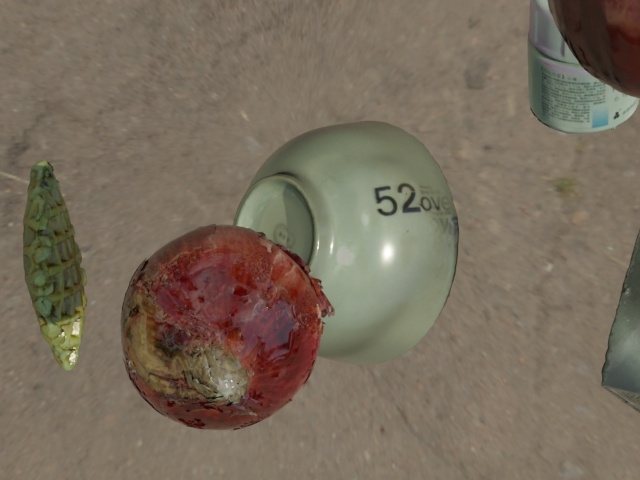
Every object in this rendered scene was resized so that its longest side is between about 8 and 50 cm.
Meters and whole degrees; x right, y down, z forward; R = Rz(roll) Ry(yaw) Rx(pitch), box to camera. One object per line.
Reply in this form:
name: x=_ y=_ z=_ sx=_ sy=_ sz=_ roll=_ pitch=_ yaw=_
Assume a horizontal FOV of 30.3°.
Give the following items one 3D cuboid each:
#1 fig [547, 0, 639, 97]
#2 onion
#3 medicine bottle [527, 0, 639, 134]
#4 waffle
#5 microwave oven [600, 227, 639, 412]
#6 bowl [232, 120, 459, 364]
fig: x=0.142 y=-0.110 z=0.422 sx=0.128 sy=0.150 sz=0.128 roll=-4 pitch=74 yaw=14
onion: x=-0.078 y=0.082 z=0.982 sx=0.184 sy=0.147 sz=0.184 roll=-4 pitch=111 yaw=-11
medicine bottle: x=0.303 y=-0.222 z=1.356 sx=0.135 sy=0.135 sz=0.168 roll=-13 pitch=135 yaw=0
waffle: x=-0.323 y=0.030 z=1.440 sx=0.054 sy=0.207 sz=0.214 roll=-9 pitch=50 yaw=0
microwave oven: x=0.623 y=0.151 z=1.750 sx=0.236 sy=0.432 sz=0.374 roll=10 pitch=77 yaw=35
bowl: x=0.000 y=0.000 z=1.644 sx=0.185 sy=0.354 sz=0.353 roll=3 pitch=96 yaw=-45
